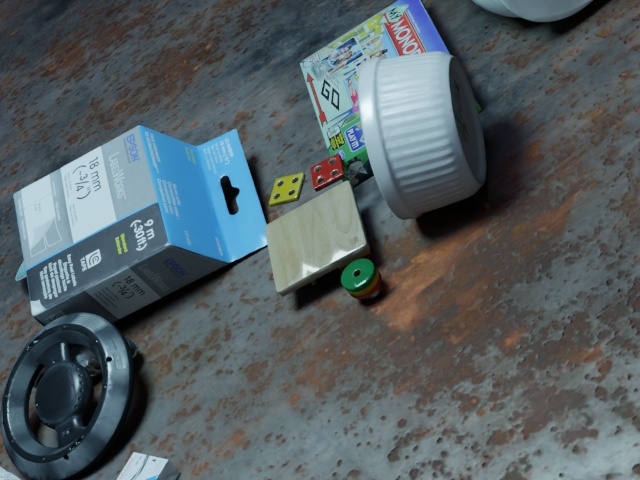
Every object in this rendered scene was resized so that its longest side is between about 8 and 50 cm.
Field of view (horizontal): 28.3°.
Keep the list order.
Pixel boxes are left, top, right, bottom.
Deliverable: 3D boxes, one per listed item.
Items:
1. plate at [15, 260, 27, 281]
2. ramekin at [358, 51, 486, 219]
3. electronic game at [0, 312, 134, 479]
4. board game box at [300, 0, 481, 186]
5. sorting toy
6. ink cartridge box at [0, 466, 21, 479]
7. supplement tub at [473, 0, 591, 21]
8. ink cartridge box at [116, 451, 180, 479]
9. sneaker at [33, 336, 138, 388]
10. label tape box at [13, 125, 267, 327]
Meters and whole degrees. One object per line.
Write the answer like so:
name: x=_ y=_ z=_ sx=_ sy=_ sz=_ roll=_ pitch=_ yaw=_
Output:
plate: x=-0.418 y=-0.003 z=2.025 sx=0.188 sy=0.024 sz=0.188 roll=-44 pitch=18 yaw=18
ramekin: x=0.132 y=-0.136 z=1.572 sx=0.109 sy=0.207 sz=0.207 roll=-12 pitch=41 yaw=19
electronic game: x=-0.338 y=0.206 z=1.681 sx=0.229 sy=0.048 sz=0.229 roll=-14 pitch=63 yaw=30
board game box: x=0.092 y=-0.226 z=1.843 sx=0.213 sy=0.046 sz=0.317 roll=-31 pitch=35 yaw=11
sorting toy: x=0.000 y=0.000 z=1.656 sx=0.132 sy=0.046 sz=0.274 roll=-29 pitch=40 yaw=13
ink cartridge box: x=-0.423 y=0.378 z=1.410 sx=0.168 sy=0.171 sz=0.233 roll=16 pitch=94 yaw=48
supplement tub: x=0.259 y=-0.449 z=1.788 sx=0.228 sy=0.228 sz=0.316 roll=-37 pitch=34 yaw=1
ink cartridge box: x=-0.216 y=0.287 z=1.540 sx=0.083 sy=0.028 sz=0.048 roll=1 pitch=50 yaw=43
sneaker: x=-0.329 y=0.174 z=1.751 sx=0.190 sy=0.071 sz=0.083 roll=-12 pitch=55 yaw=36
label tape box: x=-0.262 y=-0.034 z=1.817 sx=0.333 sy=0.106 sz=0.241 roll=-27 pitch=51 yaw=9
